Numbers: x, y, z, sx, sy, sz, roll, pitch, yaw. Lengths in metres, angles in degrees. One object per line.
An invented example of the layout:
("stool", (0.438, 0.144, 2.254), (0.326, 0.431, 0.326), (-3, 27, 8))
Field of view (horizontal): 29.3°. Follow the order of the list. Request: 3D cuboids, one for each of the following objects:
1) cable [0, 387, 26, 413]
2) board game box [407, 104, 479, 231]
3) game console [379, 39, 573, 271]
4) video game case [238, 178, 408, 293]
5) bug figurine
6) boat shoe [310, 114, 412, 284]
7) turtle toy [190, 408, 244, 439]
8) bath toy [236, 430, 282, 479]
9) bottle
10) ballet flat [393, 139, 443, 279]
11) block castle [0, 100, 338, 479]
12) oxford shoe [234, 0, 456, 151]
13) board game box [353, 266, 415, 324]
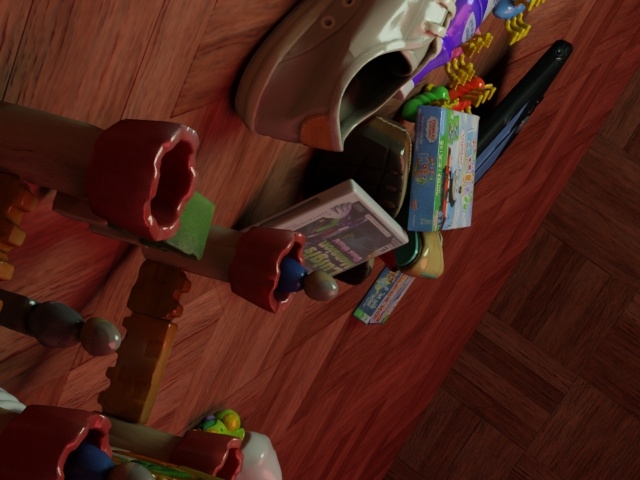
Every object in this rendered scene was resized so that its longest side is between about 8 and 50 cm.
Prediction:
("cable", (-0.364, 0.221, 1.052), (0.257, 0.089, 0.257), (-58, 164, 10))
("board game box", (0.167, -0.095, 1.640), (0.211, 0.039, 0.160), (-9, 103, -70))
("game console", (0.252, -0.130, 2.019), (0.386, 0.060, 0.342), (-47, 176, -24))
("video game case", (0.000, 0.000, 1.514), (0.173, 0.022, 0.190), (-24, 153, 15))
("bug figurine", (0.210, -0.253, 1.732), (0.216, 0.072, 0.279), (-32, 159, -38))
("boat shoe", (0.056, -0.068, 1.627), (0.120, 0.122, 0.324), (-59, 175, -32))
("turtle toy", (-0.158, 0.303, 1.860), (0.130, 0.066, 0.095), (-37, 134, -51))
("bath toy", (-0.189, 0.473, 2.028), (0.348, 0.129, 0.151), (-47, -163, -20))
("bottle", (0.159, -0.294, 1.455), (0.283, 0.092, 0.118), (-51, 165, -9))
("ballet flat", (0.134, -0.042, 1.742), (0.073, 0.232, 0.080), (24, 139, -33))
("block castle", (-0.141, 0.089, 1.027), (0.453, 0.212, 0.303), (46, 60, -74))
("oxford shoe", (0.094, -0.262, 1.276), (0.449, 0.130, 0.169), (-51, 163, -14))
("board game box", (0.146, 0.067, 2.296), (0.201, 0.035, 0.136), (-56, 164, 8))
